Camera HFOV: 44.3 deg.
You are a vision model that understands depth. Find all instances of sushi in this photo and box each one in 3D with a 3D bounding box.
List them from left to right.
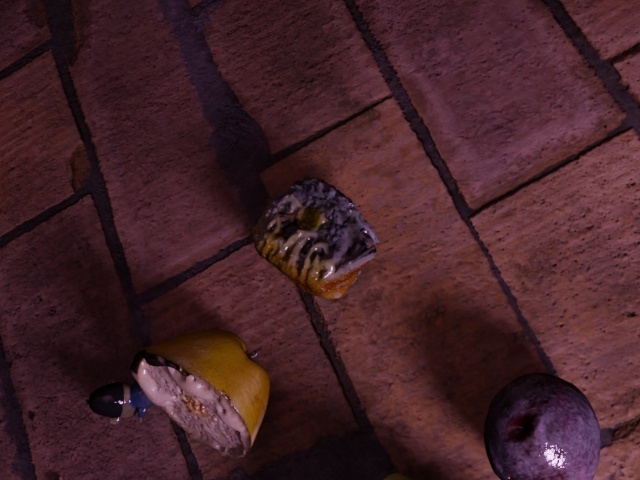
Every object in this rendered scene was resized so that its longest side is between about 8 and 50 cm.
[{"bbox_3d":[0.000,0.000,1.449,0.274,0.139,0.184,36,85,30],"label":"sushi"}]

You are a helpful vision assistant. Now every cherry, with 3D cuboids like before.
[{"bbox_3d":[0.335,0.294,1.200,0.195,0.195,0.195,-6,69,18],"label":"cherry"}]

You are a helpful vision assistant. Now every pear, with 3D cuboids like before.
[{"bbox_3d":[-0.193,0.246,1.422,0.267,0.266,0.178,17,46,24],"label":"pear"}]

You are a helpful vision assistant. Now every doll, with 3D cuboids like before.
[{"bbox_3d":[-0.359,0.299,1.508,0.180,0.089,0.101,-6,68,-7],"label":"doll"}]

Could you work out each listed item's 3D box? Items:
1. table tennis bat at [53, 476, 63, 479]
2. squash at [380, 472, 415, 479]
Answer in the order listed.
[{"bbox_3d":[-0.478,0.528,1.503,0.095,0.014,0.158,-33,66,8],"label":"table tennis bat"},{"bbox_3d":[0.206,0.515,1.157,0.309,0.210,0.233,22,92,30],"label":"squash"}]
